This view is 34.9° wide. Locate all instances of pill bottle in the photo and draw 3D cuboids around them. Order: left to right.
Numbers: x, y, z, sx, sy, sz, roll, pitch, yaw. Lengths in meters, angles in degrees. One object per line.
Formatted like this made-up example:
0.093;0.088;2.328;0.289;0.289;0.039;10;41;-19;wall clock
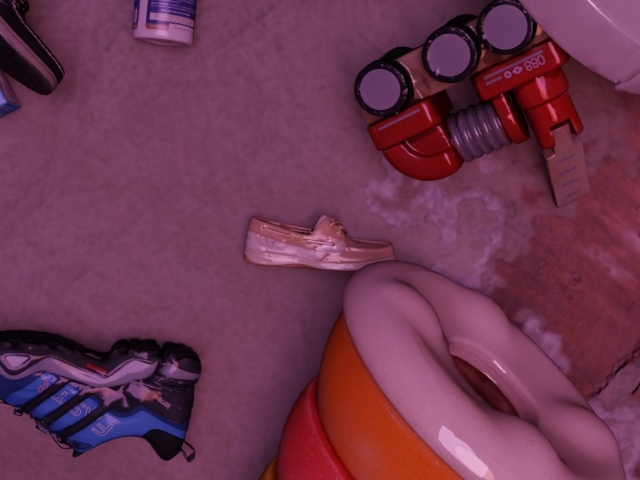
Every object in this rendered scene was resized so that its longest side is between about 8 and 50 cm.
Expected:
-0.166;-0.273;1.098;0.067;0.067;0.120;6;93;-3;pill bottle

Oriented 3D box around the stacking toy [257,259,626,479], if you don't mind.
0.044;0.290;1.067;0.351;0.350;0.480;39;110;-4;stacking toy

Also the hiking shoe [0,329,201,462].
-0.284;0.170;1.096;0.304;0.113;0.132;5;92;-3;hiking shoe

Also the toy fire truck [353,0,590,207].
0.184;-0.120;1.090;0.217;0.158;0.246;-24;99;23;toy fire truck

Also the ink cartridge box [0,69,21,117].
-0.434;-0.151;1.096;0.181;0.061;0.104;-27;93;0;ink cartridge box

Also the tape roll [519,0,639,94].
0.333;-0.333;1.025;0.392;0.072;0.392;8;71;-24;tape roll

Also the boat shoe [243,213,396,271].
0.000;0.000;1.123;0.170;0.063;0.059;2;99;-2;boat shoe

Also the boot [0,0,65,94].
-0.308;-0.288;1.059;0.236;0.085;0.178;49;65;-8;boot
